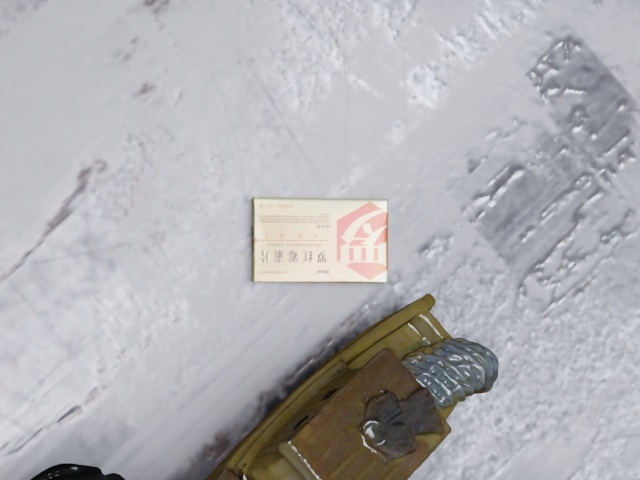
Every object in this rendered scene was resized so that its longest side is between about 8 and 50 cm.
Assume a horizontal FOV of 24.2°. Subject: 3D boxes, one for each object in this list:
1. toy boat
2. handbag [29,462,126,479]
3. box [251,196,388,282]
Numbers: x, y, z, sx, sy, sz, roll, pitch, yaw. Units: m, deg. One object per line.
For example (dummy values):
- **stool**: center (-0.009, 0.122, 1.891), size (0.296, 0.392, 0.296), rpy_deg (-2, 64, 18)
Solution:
- **toy boat**: center (0.001, 0.136, 0.884), size (0.089, 0.121, 0.321), rpy_deg (52, 47, -3)
- **handbag**: center (-0.140, 0.337, 0.855), size (0.342, 0.152, 0.288), rpy_deg (51, 47, -2)
- **box**: center (0.000, 0.000, 1.005), size (0.093, 0.015, 0.058), rpy_deg (1, 85, -8)
